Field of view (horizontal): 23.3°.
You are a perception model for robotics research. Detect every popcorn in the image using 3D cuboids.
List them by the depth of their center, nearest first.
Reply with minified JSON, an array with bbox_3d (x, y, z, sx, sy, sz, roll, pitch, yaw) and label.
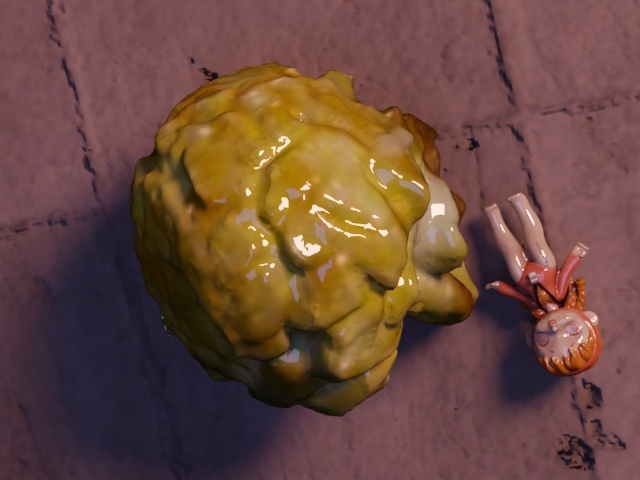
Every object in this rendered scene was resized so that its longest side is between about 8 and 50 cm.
[{"bbox_3d":[0.000,0.000,0.847,0.212,0.198,0.198,2,104,-20],"label":"popcorn"}]

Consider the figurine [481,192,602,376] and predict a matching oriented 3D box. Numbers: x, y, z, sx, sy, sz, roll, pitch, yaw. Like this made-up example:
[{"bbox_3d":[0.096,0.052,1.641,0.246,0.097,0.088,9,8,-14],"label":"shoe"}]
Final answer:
[{"bbox_3d":[0.129,0.025,0.890,0.064,0.047,0.109,-24,90,19],"label":"figurine"}]
